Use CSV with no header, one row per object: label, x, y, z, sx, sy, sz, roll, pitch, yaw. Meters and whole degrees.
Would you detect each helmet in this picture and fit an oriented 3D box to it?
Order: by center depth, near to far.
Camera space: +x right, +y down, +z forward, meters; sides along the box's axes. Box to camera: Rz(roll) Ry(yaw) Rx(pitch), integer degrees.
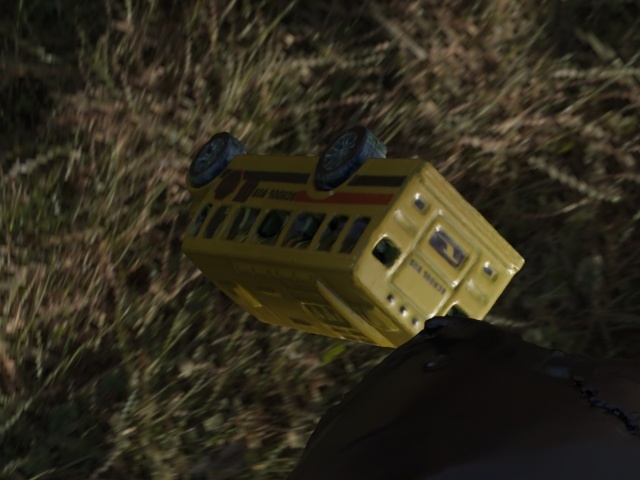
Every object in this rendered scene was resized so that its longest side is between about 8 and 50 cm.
helmet,0.094,0.164,0.669,0.305,0.177,0.225,12,119,27

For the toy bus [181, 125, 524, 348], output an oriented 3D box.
toy bus,0.000,0.000,1.372,0.121,0.335,0.123,41,73,-25
